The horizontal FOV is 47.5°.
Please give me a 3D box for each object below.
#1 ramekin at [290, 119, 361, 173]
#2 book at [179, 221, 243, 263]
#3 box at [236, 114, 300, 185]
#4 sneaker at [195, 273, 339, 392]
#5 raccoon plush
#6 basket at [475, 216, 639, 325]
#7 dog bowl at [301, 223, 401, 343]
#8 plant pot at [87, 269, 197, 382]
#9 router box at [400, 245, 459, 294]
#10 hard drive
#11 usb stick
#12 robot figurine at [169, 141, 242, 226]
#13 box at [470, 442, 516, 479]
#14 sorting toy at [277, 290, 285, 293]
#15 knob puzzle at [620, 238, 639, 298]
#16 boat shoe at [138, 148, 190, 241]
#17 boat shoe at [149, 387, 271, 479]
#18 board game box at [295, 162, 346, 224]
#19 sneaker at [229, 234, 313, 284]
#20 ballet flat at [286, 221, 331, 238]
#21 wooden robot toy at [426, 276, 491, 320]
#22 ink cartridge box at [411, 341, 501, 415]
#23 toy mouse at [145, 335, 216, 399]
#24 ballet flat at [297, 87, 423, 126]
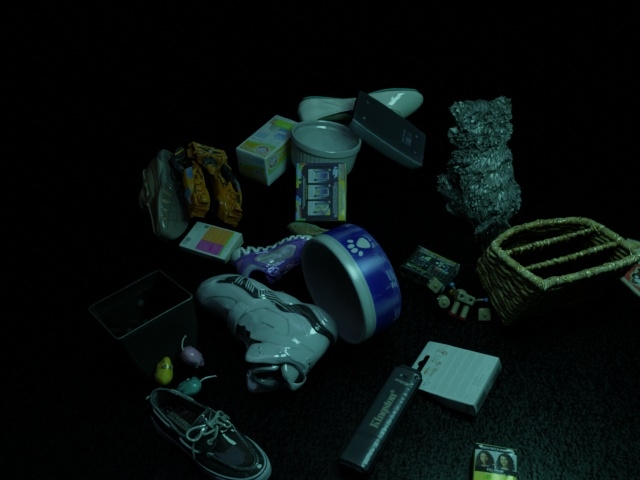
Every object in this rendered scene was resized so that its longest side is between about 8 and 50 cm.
[{"bbox_3d":[0.010,-0.261,2.140,0.207,0.109,0.207,7,34,-5],"label":"ramekin"},{"bbox_3d":[-0.296,0.005,1.969,0.144,0.035,0.096,17,51,21],"label":"book"},{"bbox_3d":[-0.145,-0.273,2.193,0.114,0.103,0.203,24,50,27],"label":"box"},{"bbox_3d":[-0.158,0.213,1.666,0.366,0.137,0.210,18,45,16],"label":"sneaker"},{"bbox_3d":[0.470,-0.176,1.911,0.216,0.299,0.446,-16,46,-13],"label":"raccoon plush"},{"bbox_3d":[0.541,0.035,1.694,0.299,0.223,0.213,-13,64,-17],"label":"basket"},{"bbox_3d":[0.067,0.098,1.679,0.104,0.265,0.265,-25,48,-24],"label":"dog bowl"},{"bbox_3d":[-0.385,0.205,1.653,0.187,0.167,0.188,-30,34,-25],"label":"plant pot"},{"bbox_3d":[0.278,0.075,1.852,0.122,0.038,0.092,27,52,27],"label":"router box"},{"bbox_3d":[0.199,-0.325,2.174,0.255,0.054,0.172,31,43,-17],"label":"hard drive"},{"bbox_3d":[0.129,0.376,1.537,0.077,0.045,0.278,11,45,34],"label":"usb stick"},{"bbox_3d":[-0.315,-0.171,2.069,0.211,0.085,0.291,13,41,-33],"label":"robot figurine"},{"bbox_3d":[0.327,0.507,1.386,0.087,0.058,0.232,8,45,10],"label":"box"},{"bbox_3d":[-0.121,0.157,1.812,0.083,0.012,0.062,-15,45,-12],"label":"sorting toy"},{"bbox_3d":[0.833,0.076,1.819,0.213,0.030,0.213,-2,44,2],"label":"knob puzzle"},{"bbox_3d":[-0.448,-0.114,2.059,0.116,0.123,0.324,-31,43,21],"label":"boat shoe"},{"bbox_3d":[-0.234,0.398,1.504,0.306,0.105,0.113,29,53,30],"label":"boat shoe"},{"bbox_3d":[0.002,-0.130,2.019,0.141,0.048,0.170,1,77,3],"label":"board game box"},{"bbox_3d":[-0.110,0.061,1.863,0.236,0.095,0.104,-13,51,-3],"label":"sneaker"},{"bbox_3d":[0.000,0.000,1.930,0.206,0.073,0.067,9,60,18],"label":"ballet flat"},{"bbox_3d":[0.331,0.145,1.767,0.173,0.076,0.079,24,6,-4],"label":"wooden robot toy"},{"bbox_3d":[0.293,0.305,1.625,0.179,0.045,0.145,8,43,38],"label":"ink cartridge box"},{"bbox_3d":[-0.292,0.295,1.614,0.143,0.161,0.031,19,0,-26],"label":"toy mouse"},{"bbox_3d":[0.125,-0.390,2.298,0.400,0.139,0.139,-3,44,7],"label":"ballet flat"}]
